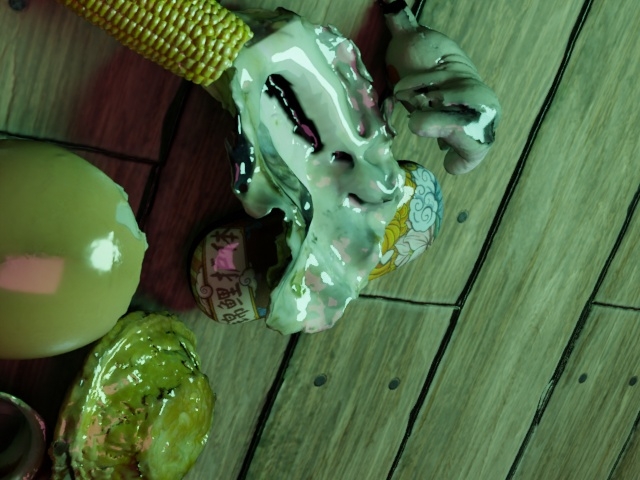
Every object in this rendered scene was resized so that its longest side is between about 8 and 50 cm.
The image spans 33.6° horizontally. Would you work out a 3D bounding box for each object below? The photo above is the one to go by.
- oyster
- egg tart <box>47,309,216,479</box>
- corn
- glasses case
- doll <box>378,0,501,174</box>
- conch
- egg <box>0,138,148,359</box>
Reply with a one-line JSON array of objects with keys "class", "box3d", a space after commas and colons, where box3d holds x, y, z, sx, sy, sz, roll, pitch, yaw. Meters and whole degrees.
[{"class": "oyster", "box3d": [-0.030, -0.087, 1.074, 0.238, 0.115, 0.351, -47, 114, -39]}, {"class": "egg tart", "box3d": [-0.189, 0.191, 1.132, 0.241, 0.106, 0.241, -46, 146, -45]}, {"class": "corn", "box3d": [-0.180, -0.222, 0.922, 0.248, 0.081, 0.081, 31, 96, -16]}, {"class": "glasses case", "box3d": [0.000, 0.000, 1.206, 0.321, 0.082, 0.122, -20, 125, -23]}, {"class": "doll", "box3d": [0.127, -0.165, 1.148, 0.095, 0.192, 0.149, -35, 139, 15]}, {"class": "conch", "box3d": [-0.350, 0.250, 1.083, 0.181, 0.124, 0.187, -47, 112, -20]}, {"class": "egg", "box3d": [-0.286, 0.009, 0.946, 0.245, 0.201, 0.201, -3, 116, -30]}]
